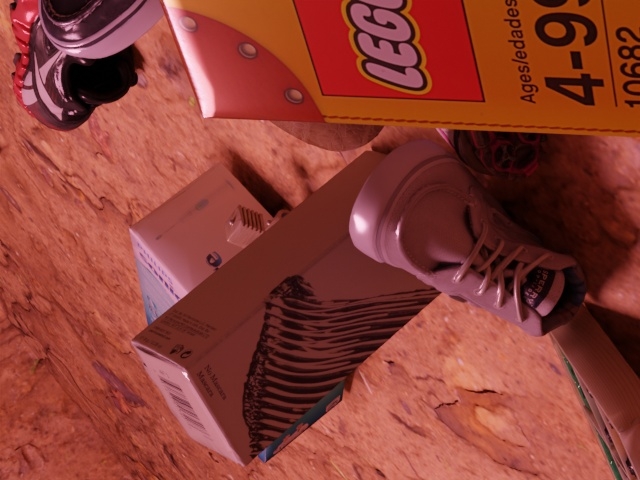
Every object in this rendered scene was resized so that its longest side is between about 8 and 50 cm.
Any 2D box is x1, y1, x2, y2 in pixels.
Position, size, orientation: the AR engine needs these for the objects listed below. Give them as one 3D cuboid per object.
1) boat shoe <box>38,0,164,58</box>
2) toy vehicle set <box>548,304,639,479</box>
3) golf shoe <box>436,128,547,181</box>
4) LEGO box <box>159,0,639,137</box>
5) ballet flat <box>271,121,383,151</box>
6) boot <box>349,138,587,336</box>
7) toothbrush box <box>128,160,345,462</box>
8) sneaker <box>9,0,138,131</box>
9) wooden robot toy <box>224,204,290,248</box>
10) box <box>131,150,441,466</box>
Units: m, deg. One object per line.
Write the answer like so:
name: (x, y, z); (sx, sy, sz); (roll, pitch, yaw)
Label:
boat shoe: (-0.121, -0.245, 0.988); (0.108, 0.102, 0.301); (50, 120, 19)
toy vehicle set: (0.260, 0.194, 1.176); (0.267, 0.035, 0.166); (62, -178, -27)
golf shoe: (0.085, -0.121, 1.055); (0.086, 0.067, 0.186); (18, 142, 56)
LEGO box: (0.089, -0.274, 0.432); (0.372, 0.193, 0.500); (4, 138, 23)
ballet flat: (-0.072, -0.212, 1.098); (0.342, 0.116, 0.124); (58, -171, 11)
boot: (0.120, 0.005, 1.078); (0.123, 0.095, 0.258); (32, -173, 24)
toothbrush box: (-0.083, 0.085, 1.618); (0.216, 0.126, 0.295); (46, 163, 18)
sneaker: (-0.261, -0.176, 1.607); (0.135, 0.097, 0.276); (48, 157, 13)
wooden robot toy: (0.000, 0.000, 1.446); (0.173, 0.076, 0.079); (30, 121, -12)
box: (-0.010, 0.050, 1.237); (0.094, 0.275, 0.113); (18, 143, 54)
